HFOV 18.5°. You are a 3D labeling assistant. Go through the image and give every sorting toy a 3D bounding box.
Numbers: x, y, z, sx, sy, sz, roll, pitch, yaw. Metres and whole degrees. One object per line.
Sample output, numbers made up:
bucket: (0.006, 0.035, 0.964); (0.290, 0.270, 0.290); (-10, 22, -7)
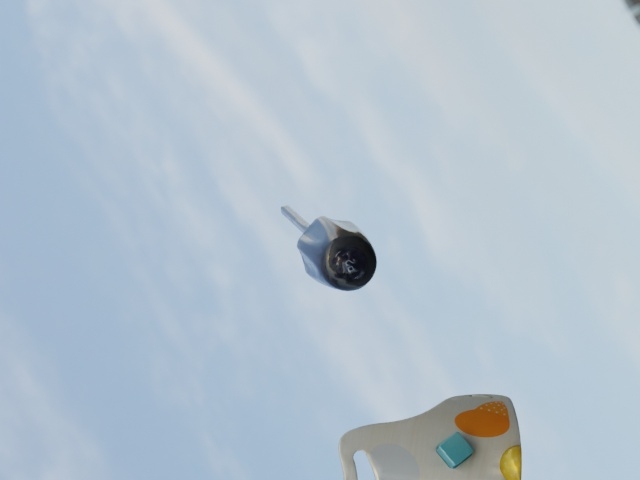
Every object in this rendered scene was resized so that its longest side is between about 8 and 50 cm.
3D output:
sorting toy: (0.042, 0.107, 0.814); (0.045, 0.075, 0.083); (-126, 41, -78)

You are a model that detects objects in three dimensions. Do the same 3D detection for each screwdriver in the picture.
screwdriver: (0.000, 0.000, 0.718); (0.025, 0.024, 0.170); (41, 180, -6)
